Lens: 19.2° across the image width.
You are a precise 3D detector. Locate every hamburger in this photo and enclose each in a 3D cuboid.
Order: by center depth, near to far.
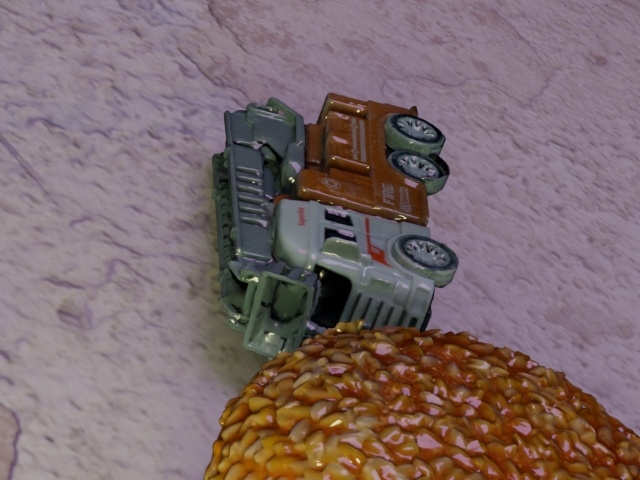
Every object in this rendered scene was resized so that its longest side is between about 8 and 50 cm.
[{"bbox_3d":[0.067,0.214,1.134,0.330,0.250,0.330,24,30,-15],"label":"hamburger"}]

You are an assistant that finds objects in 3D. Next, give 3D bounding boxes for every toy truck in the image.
[{"bbox_3d":[0.000,0.000,1.519,0.184,0.133,0.338,16,29,-9],"label":"toy truck"}]
